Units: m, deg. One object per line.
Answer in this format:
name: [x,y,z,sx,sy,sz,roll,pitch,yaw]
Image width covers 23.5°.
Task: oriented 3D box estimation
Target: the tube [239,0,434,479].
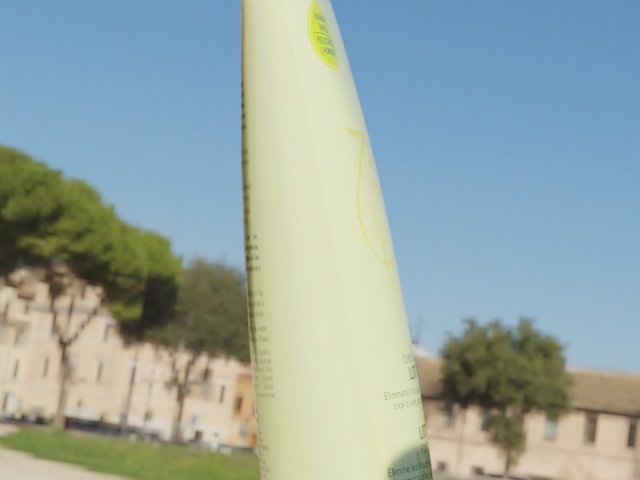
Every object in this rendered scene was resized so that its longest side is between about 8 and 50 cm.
tube: [0.000,0.000,0.531,0.062,0.240,0.070,-5,-5,-33]
